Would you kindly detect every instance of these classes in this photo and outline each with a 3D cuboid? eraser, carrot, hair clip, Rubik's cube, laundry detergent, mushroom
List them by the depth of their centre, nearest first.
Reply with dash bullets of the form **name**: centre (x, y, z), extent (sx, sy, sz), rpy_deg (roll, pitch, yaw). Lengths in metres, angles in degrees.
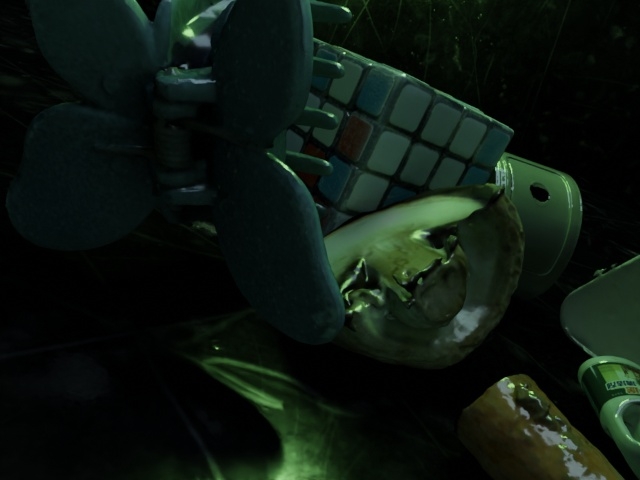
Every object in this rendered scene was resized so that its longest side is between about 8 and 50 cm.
- **carrot**: centre (0.224, 0.234, 0.478), extent (0.102, 0.102, 0.263), rpy_deg (5, 33, -35)
- **hair clip**: centre (-0.104, -0.128, 0.600), extent (0.392, 0.318, 0.238), rpy_deg (16, 29, 19)
- **laundry detergent**: centre (0.368, 0.220, 0.646), extent (0.099, 0.070, 0.226), rpy_deg (28, 22, -3)
- **mushroom**: centre (0.108, 0.055, 0.683), extent (0.267, 0.164, 0.189), rpy_deg (-39, 29, -27)
- **eraser**: centre (0.554, 0.144, 0.805), extent (0.150, 0.331, 0.331), rpy_deg (2, 28, -43)
- **Rubik's cube**: centre (0.077, -0.128, 0.868), extent (0.259, 0.256, 0.253), rpy_deg (8, 24, -40)

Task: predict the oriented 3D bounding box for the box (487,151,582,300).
- **box**: centre (0.292, -0.028, 0.947), extent (0.149, 0.226, 0.226), rpy_deg (16, 22, -12)
